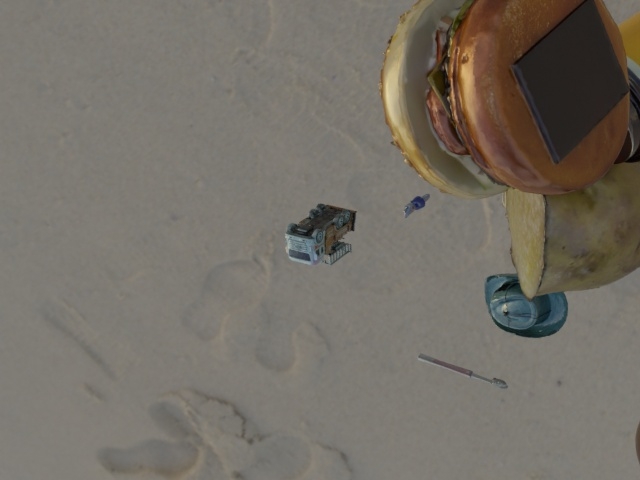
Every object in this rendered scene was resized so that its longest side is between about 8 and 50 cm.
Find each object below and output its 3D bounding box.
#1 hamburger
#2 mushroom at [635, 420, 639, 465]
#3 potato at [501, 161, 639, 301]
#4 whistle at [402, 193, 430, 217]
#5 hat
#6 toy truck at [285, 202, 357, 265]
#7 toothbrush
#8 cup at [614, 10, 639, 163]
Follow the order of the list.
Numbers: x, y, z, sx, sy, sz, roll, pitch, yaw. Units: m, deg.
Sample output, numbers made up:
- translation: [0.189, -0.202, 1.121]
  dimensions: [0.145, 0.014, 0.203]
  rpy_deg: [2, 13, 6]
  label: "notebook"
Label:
- translation: [0.220, -0.186, 1.073]
  dimensions: [0.225, 0.291, 0.291]
  rpy_deg: [-2, 122, 57]
  label: "hamburger"
- translation: [0.677, 0.354, 1.415]
  dimensions: [0.345, 0.260, 0.345]
  rpy_deg: [46, 148, 40]
  label: "mushroom"
- translation: [0.446, -0.057, 1.456]
  dimensions: [0.237, 0.300, 0.288]
  rpy_deg: [-3, 153, -1]
  label: "potato"
- translation: [0.210, -0.078, 1.930]
  dimensions: [0.029, 0.083, 0.033]
  rpy_deg: [36, 144, 33]
  label: "whistle"
- translation: [0.397, 0.134, 1.775]
  dimensions: [0.191, 0.078, 0.138]
  rpy_deg: [2, 112, 42]
  label: "hat"
- translation: [-0.001, 0.000, 1.876]
  dimensions: [0.080, 0.178, 0.115]
  rpy_deg: [14, 118, 29]
  label: "toy truck"
- translation: [0.281, 0.259, 1.749]
  dimensions: [0.194, 0.014, 0.017]
  rpy_deg: [15, 144, 33]
  label: "toothbrush"
- translation: [0.483, -0.251, 1.298]
  dimensions: [0.196, 0.280, 0.196]
  rpy_deg: [49, 167, 15]
  label: "cup"
